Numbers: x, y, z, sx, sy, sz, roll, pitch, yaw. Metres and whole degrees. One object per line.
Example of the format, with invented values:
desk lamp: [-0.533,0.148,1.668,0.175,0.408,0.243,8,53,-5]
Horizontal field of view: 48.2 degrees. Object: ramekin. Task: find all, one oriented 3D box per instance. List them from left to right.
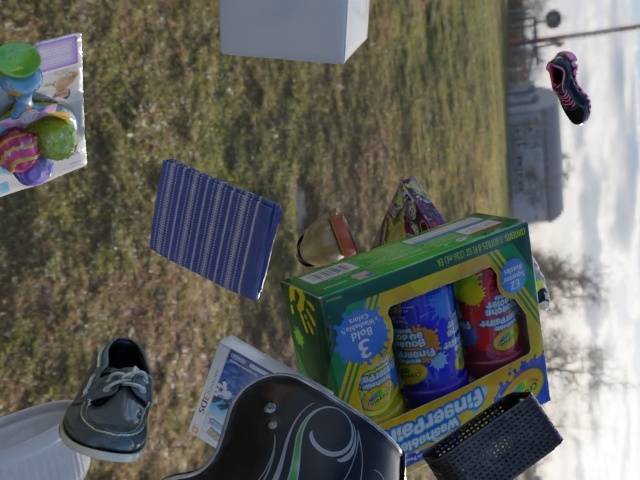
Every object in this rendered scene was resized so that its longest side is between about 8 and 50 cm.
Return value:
ramekin: [-0.454,0.337,1.095,0.207,0.207,0.109,-43,118,-73]

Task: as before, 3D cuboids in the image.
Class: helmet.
helmet: [-0.031,0.198,0.538,0.161,0.169,0.169,-57,150,-22]

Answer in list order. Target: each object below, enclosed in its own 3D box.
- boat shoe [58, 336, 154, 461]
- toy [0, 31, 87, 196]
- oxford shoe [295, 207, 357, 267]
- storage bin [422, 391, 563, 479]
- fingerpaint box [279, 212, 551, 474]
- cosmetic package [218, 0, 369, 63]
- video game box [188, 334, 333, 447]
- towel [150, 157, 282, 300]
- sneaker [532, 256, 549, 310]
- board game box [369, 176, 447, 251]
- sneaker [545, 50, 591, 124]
boat shoe: [-0.294,0.216,1.016,0.319,0.116,0.099,-153,-101,-76]
toy: [-0.309,-0.109,0.767,0.056,0.137,0.237,54,-28,19]
oxford shoe: [0.000,0.000,1.638,0.348,0.130,0.123,96,-26,-87]
storage bin: [0.256,0.312,1.077,0.084,0.180,0.122,56,-10,8]
fingerpaint box: [0.189,0.190,1.308,0.163,0.445,0.371,17,-59,61]
cosmetic package: [-0.040,-0.414,1.287,0.224,0.224,0.138,-60,156,-61]
video game box: [-0.104,0.285,1.187,0.048,0.205,0.187,-28,141,-63]
towel: [-0.249,-0.029,1.649,0.040,0.336,0.243,-18,127,-57]
sneaker: [0.325,0.178,1.575,0.145,0.385,0.147,30,26,-38]
board game box: [0.206,0.038,1.697,0.208,0.056,0.347,57,-29,26]
sneaker: [0.382,-0.233,1.118,0.057,0.047,0.119,-30,102,-38]
